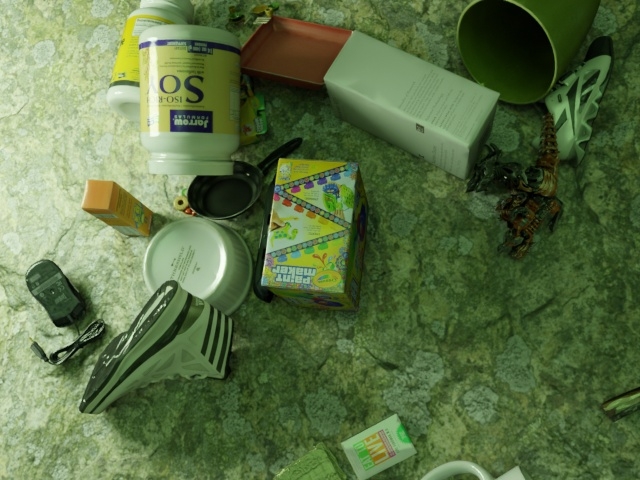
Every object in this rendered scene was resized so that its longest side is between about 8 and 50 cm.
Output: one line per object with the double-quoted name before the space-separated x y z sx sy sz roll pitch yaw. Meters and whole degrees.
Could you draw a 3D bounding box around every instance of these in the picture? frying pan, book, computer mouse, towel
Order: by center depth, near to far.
"book" 0.131 0.465 1.371 0.144 0.035 0.096 -28 77 0
"towel" -0.023 0.539 1.378 0.148 0.027 0.110 -35 74 -1
"computer mouse" -0.689 0.190 1.571 0.184 0.060 0.262 -41 84 -7
"frying pan" -0.208 -0.171 1.582 0.197 0.053 0.326 22 59 25

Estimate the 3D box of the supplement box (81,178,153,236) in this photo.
"supplement box" -0.499 -0.077 1.513 0.080 0.233 0.078 3 76 7

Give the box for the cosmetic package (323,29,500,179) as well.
"cosmetic package" 0.216 -0.324 1.465 0.384 0.217 0.156 27 82 17

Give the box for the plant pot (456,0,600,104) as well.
"plant pot" 0.527 -0.523 1.459 0.293 0.275 0.274 -41 72 -20

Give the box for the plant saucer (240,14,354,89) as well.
"plant saucer" -0.067 -0.489 1.598 0.258 0.048 0.259 15 51 14

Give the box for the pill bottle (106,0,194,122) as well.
"pill bottle" -0.444 -0.495 1.637 0.187 0.188 0.334 7 76 12

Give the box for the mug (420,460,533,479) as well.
"mug" 0.314 0.614 1.198 0.328 0.276 0.374 -37 42 6

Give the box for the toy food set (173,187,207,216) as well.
"toy food set" -0.339 -0.103 1.603 0.083 0.020 0.083 34 83 17

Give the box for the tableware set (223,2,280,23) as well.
"tableware set" -0.193 -0.639 1.696 0.154 0.024 0.104 8 49 24

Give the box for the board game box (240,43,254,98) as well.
"board game box" -0.254 -0.444 1.637 0.140 0.048 0.170 -12 54 8

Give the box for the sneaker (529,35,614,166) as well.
"sneaker" 0.595 -0.352 1.452 0.146 0.122 0.331 19 79 12

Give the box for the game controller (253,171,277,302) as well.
"game controller" -0.107 -0.012 1.463 0.067 0.166 0.320 10 77 -13

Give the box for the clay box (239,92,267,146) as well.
"clay box" -0.249 -0.311 1.625 0.221 0.053 0.128 -10 72 6

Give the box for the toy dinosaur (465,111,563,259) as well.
"toy dinosaur" 0.467 -0.128 1.415 0.218 0.164 0.322 19 73 3

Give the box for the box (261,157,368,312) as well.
"box" 0.000 0.000 1.377 0.176 0.290 0.280 5 77 10

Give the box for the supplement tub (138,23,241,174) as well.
"supplement tub" -0.311 -0.326 1.461 0.240 0.241 0.332 2 97 10

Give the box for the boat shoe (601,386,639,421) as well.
"boat shoe" 0.681 0.342 1.296 0.152 0.056 0.049 -25 77 13

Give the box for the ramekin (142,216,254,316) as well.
"ramekin" -0.308 0.067 1.498 0.272 0.127 0.273 -2 76 9

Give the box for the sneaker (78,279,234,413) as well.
"sneaker" -0.364 0.308 1.424 0.257 0.169 0.447 34 118 -23
